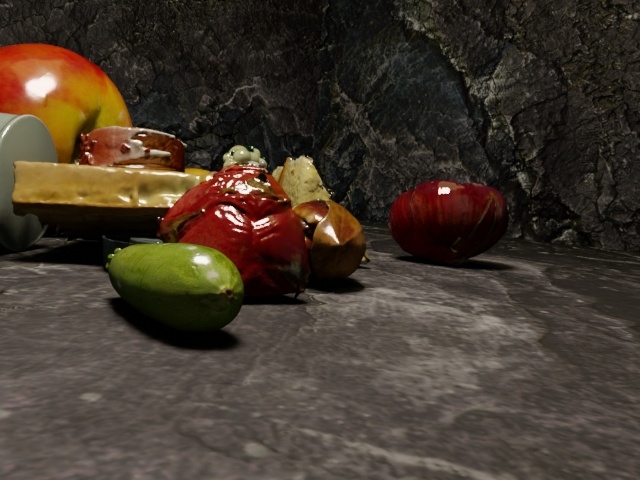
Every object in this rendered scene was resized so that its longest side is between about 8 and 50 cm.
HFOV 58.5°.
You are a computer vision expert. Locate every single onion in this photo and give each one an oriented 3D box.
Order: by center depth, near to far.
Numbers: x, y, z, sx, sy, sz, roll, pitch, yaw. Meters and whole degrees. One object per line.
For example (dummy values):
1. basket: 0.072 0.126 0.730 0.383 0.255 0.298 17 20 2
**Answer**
1. onion: 0.253 -0.032 1.142 0.247 0.162 0.248 13 -2 1

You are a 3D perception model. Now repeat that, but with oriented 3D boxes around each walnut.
1. walnut: 0.000 0.000 0.750 0.115 0.116 0.207 4 5 -12

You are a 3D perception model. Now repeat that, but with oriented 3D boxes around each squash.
1. squash: -0.129 0.031 0.468 0.066 0.066 0.201 1 5 -39

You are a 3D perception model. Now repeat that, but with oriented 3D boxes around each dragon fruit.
1. dragon fruit: -0.091 -0.016 0.604 0.120 0.161 0.127 3 -7 -43

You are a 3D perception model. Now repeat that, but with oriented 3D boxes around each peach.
1. peach: -0.571 -0.191 1.102 0.387 0.389 0.388 4 4 0

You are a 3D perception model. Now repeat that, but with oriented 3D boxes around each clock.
1. clock: -0.172 0.020 0.748 0.214 0.042 0.215 4 4 0

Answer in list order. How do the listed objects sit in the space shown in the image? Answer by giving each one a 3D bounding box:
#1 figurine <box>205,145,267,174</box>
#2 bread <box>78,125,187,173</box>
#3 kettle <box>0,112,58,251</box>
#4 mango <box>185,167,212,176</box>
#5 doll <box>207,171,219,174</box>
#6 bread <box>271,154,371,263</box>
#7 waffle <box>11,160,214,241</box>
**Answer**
1. figurine: -0.167 -0.090 1.088 0.147 0.197 0.094 10 38 -45
2. bread: -0.283 -0.119 0.867 0.160 0.073 0.160 1 -6 0
3. kettle: -0.562 -0.091 0.772 0.317 0.205 0.265 7 1 -3
4. mango: -0.334 -0.116 1.475 0.294 0.120 0.177 -15 -28 26
5. doll: -0.225 -0.075 1.267 0.196 0.152 0.256 17 -4 -19
6. bread: -0.012 -0.054 1.018 0.135 0.178 0.240 2 3 -20
7. waffle: -0.262 -0.041 0.888 0.304 0.078 0.348 1 -7 -10
